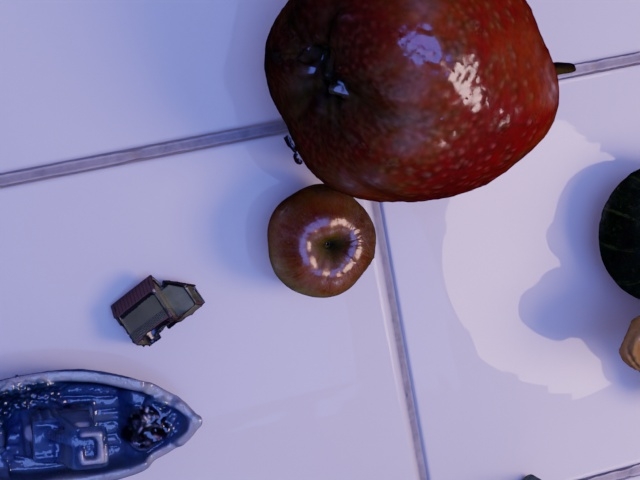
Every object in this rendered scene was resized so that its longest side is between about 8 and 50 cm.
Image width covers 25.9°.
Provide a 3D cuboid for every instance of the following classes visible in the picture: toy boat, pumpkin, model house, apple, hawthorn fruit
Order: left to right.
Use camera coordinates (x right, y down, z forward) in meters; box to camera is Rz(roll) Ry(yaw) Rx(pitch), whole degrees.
[{"bbox_3d":[-0.278,0.200,1.464,0.309,0.142,0.129,-3,97,-16],"label":"toy boat"},{"bbox_3d":[-0.180,0.070,1.530,0.083,0.057,0.058,-39,77,10],"label":"model house"},{"bbox_3d":[-0.003,0.000,1.543,0.126,0.102,0.126,-3,97,-21],"label":"apple"},{"bbox_3d":[0.129,-0.183,1.482,0.369,0.285,0.285,-2,95,-27],"label":"hawthorn fruit"},{"bbox_3d":[0.409,-0.007,1.644,0.167,0.125,0.167,-12,111,-35],"label":"pumpkin"}]

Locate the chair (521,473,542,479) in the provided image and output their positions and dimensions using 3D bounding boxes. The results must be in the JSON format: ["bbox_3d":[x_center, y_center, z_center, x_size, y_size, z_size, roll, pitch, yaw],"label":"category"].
[{"bbox_3d":[0.143,0.354,1.594,0.147,0.136,0.270,40,85,-16],"label":"chair"}]

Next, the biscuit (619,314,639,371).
[{"bbox_3d":[0.492,0.060,1.633,0.376,0.051,0.269,-25,132,-28],"label":"biscuit"}]
